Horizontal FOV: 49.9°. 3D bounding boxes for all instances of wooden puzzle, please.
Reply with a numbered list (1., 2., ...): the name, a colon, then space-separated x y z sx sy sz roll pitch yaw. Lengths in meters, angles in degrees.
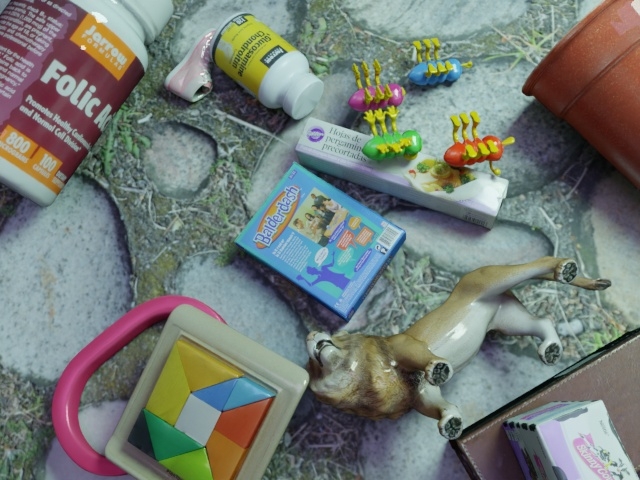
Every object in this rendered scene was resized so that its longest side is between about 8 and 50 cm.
1. wooden puzzle: -0.159 0.235 0.924 0.220 0.044 0.239 26 87 17

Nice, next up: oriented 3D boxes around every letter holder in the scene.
1. letter holder: 0.349 0.271 0.867 0.301 0.152 0.214 -30 73 -2

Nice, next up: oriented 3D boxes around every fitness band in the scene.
1. fitness band: -0.256 0.212 1.018 0.291 0.054 0.209 -39 70 -6

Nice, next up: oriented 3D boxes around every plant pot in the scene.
1. plant pot: 0.473 -0.201 0.950 0.272 0.272 0.265 -37 80 -5

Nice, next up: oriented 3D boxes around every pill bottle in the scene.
1. pill bottle: -0.419 -0.270 1.095 0.224 0.224 0.392 28 79 15
2. pill bottle: -0.085 -0.280 1.117 0.184 0.103 0.103 41 82 17

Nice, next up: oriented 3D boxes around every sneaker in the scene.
1. sneaker: -0.197 -0.292 1.164 0.070 0.051 0.134 36 84 14

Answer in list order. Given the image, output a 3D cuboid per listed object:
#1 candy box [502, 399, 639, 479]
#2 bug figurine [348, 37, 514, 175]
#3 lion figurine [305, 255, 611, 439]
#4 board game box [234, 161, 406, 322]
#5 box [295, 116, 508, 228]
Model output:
1. candy box: 0.264 0.253 0.702 0.070 0.196 0.165 -21 75 0
2. bug figurine: 0.156 -0.193 1.039 0.216 0.072 0.279 -8 50 -6
3. lion figurine: 0.174 0.127 0.937 0.392 0.240 0.142 -25 105 -17
4. board game box: 0.000 0.000 1.048 0.210 0.047 0.160 34 80 15
5. box: 0.122 -0.104 1.055 0.323 0.067 0.063 20 75 14
